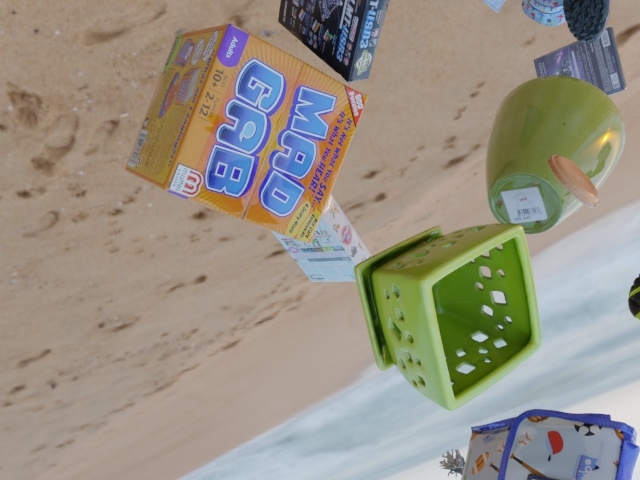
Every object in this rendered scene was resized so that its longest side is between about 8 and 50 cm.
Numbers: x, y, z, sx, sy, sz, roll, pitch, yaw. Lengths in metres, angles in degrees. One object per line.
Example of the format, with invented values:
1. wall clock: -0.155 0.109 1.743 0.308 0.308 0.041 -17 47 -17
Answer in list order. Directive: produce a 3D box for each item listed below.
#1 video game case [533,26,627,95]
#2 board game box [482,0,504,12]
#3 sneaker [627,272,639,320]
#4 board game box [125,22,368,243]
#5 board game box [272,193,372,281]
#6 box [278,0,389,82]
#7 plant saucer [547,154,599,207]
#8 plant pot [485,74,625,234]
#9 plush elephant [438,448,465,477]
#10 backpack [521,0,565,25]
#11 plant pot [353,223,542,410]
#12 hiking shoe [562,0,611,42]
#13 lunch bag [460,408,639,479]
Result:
1. video game case: 0.810 -0.524 2.213 0.026 0.195 0.274 -11 178 -37
2. board game box: 0.332 -0.550 1.407 0.194 0.060 0.194 -12 144 -19
3. sneaker: 0.686 0.112 1.103 0.147 0.145 0.385 25 175 -26
4. board game box: -0.180 -0.241 1.607 0.357 0.356 0.356 21 -179 -30
5. board game box: 0.000 0.000 2.174 0.224 0.097 0.303 -3 138 36
6. box: 0.028 -0.544 1.524 0.073 0.293 0.295 -21 142 -32
7. plant saucer: 0.316 -0.076 0.872 0.084 0.083 0.013 3 139 -49
8. plant pot: 0.445 -0.146 1.411 0.275 0.275 0.293 -41 -172 44
9. plush elephant: 0.282 0.683 1.658 0.256 0.329 0.271 -20 148 -10
10. backpack: 0.619 -0.661 1.851 0.173 0.158 0.117 -45 154 -1
11. plant pot: 0.193 0.103 1.134 0.227 0.228 0.207 -25 -160 -31
12. hiking shoe: 0.638 -0.617 1.637 0.113 0.303 0.132 4 -164 44
13. lunch bag: 0.400 0.495 1.278 0.239 0.327 0.385 27 154 -10
